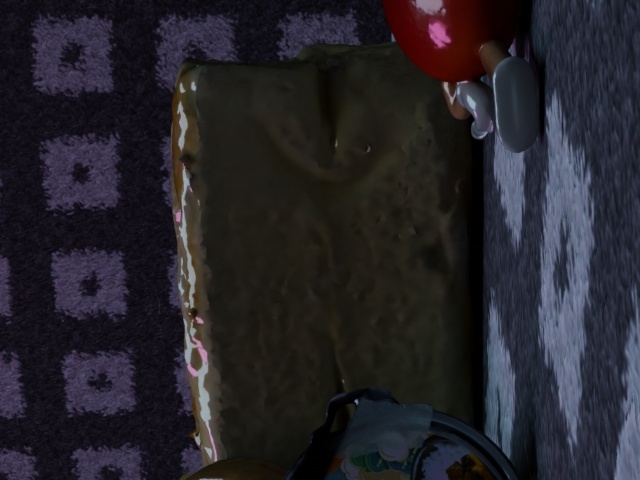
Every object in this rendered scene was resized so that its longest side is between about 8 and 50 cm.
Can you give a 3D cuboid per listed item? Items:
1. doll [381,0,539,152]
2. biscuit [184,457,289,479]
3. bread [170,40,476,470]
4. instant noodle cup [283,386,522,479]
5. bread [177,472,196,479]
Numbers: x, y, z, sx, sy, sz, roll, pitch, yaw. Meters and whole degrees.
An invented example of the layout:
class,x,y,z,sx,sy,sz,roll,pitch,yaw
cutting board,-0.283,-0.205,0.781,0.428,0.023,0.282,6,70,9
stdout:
class,x,y,z,sx,sy,sz,roll,pitch,yaw
doll,0.095,-0.156,0.947,0.217,0.085,0.183,-138,42,-66
biscuit,-0.002,0.360,1.165,0.365,0.062,0.385,-16,89,49
bread,0.000,0.000,1.387,0.371,0.279,0.390,-101,10,-83
instant noodle cup,0.062,0.209,0.973,0.125,0.177,0.208,51,-146,-70
bread,-0.001,0.297,1.436,0.279,0.315,0.248,-58,-30,-71
